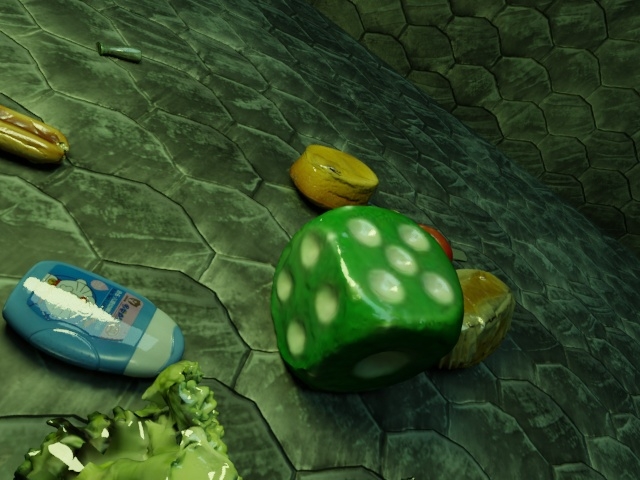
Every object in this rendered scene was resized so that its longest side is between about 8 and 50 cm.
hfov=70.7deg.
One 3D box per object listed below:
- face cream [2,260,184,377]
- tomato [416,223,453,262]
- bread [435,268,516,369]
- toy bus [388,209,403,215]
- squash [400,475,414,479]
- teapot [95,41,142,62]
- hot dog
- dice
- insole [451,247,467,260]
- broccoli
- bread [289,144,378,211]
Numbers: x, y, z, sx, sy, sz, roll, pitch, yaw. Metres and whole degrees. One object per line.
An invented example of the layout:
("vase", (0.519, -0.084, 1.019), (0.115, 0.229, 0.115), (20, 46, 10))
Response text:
("face cream", (-0.343, 0.135, 0.716), (0.263, 0.083, 0.149), (29, 42, -16))
("tomato", (0.287, 0.041, 1.310), (0.195, 0.136, 0.195), (21, 42, -20))
("bread", (0.372, 0.209, 1.208), (0.388, 0.183, 0.236), (-6, 42, -37))
("toy bus", (0.159, 0.018, 1.173), (0.126, 0.210, 0.136), (38, 28, -2))
("squash", (0.213, 0.575, 0.761), (0.087, 0.087, 0.332), (7, 47, -36))
("teapot", (-0.547, -0.512, 1.223), (0.110, 0.043, 0.043), (-9, 59, -40))
("hot dog", (-0.609, -0.211, 0.843), (0.249, 0.068, 0.100), (24, 27, -25))
("dice", (0.083, 0.122, 0.925), (0.286, 0.297, 0.300), (9, 48, -30))
("insole", (0.434, 0.043, 1.537), (0.191, 0.010, 0.063), (10, 48, -35))
("broccoli", (-0.184, 0.320, 0.500), (0.348, 0.281, 0.293), (44, 34, 20))
("bread", (0.040, -0.169, 1.298), (0.269, 0.143, 0.196), (9, 36, -37))
